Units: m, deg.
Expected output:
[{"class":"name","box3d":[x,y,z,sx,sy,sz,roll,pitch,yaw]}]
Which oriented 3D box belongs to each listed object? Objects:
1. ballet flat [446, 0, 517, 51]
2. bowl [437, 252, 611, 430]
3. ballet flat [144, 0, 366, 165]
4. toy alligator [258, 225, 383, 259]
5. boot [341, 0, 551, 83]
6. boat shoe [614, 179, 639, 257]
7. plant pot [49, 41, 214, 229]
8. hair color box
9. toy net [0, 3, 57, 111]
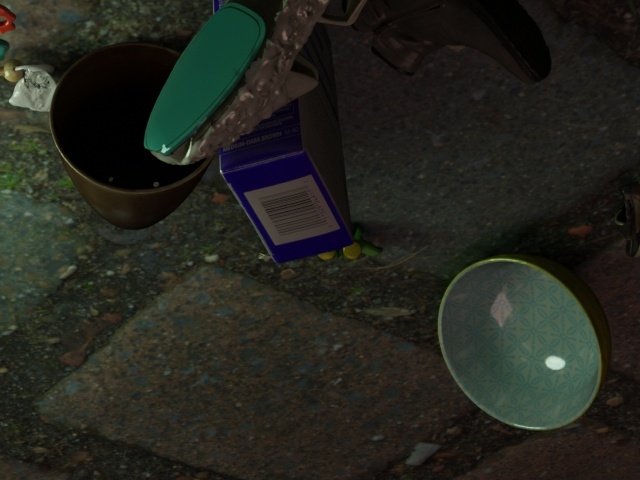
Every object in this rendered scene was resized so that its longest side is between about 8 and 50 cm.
[{"class":"ballet flat","box3d":[0.203,-0.298,1.761,0.052,0.057,0.168,27,132,-22]},{"class":"bowl","box3d":[0.348,0.138,2.227,0.156,0.289,0.289,-30,166,-48]},{"class":"ballet flat","box3d":[-0.029,-0.234,1.479,0.147,0.147,0.409,25,104,-33]},{"class":"toy alligator","box3d":[0.000,0.000,2.121,0.190,0.056,0.051,-1,100,-4]},{"class":"boot","box3d":[0.155,-0.256,1.734,0.246,0.083,0.161,44,130,-3]},{"class":"boat shoe","box3d":[0.471,-0.034,2.137,0.049,0.056,0.152,-2,133,3]},{"class":"plant pot","box3d":[-0.245,-0.108,1.847,0.215,0.215,0.230,1,155,-9]},{"class":"hair color box","box3d":[-0.048,-0.166,1.664,0.110,0.339,0.185,-13,142,12]},{"class":"toy net","box3d":[-0.399,-0.244,1.763,0.122,0.045,0.232,-30,138,25]}]
